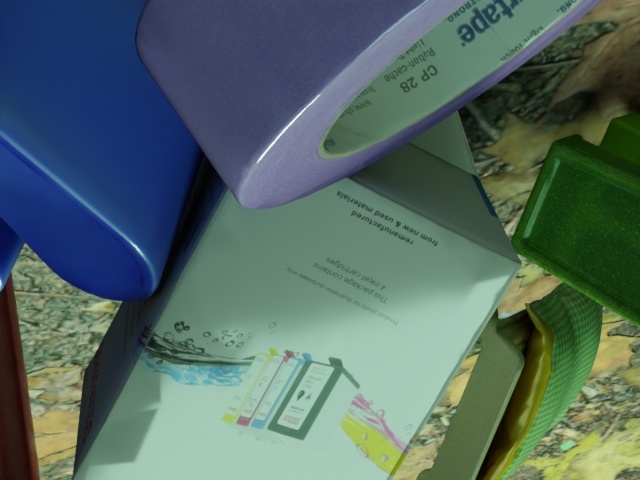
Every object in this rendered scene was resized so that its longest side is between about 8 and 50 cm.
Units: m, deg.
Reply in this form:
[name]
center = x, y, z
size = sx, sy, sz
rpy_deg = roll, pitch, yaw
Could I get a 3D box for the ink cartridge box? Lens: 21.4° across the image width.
[ink cartridge box]
center = -0.021, 0.048, 0.998
size = 0.168, 0.171, 0.233
rpy_deg = 26, 105, -12

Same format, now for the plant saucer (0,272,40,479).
[plant saucer]
center = -0.328, 0.087, 1.119
size = 0.259, 0.259, 0.048
rpy_deg = -8, 173, -12

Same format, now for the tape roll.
[tape roll]
center = 0.051, -0.129, 0.783
size = 0.274, 0.090, 0.275
rpy_deg = -33, 172, -5

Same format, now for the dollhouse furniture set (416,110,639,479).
[dollhouse furniture set]
center = 0.215, 0.077, 1.230
size = 0.197, 0.151, 0.302
rpy_deg = -18, 132, -58

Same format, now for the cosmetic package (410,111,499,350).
[cosmetic package]
center = 0.000, 0.000, 1.201
size = 0.224, 0.138, 0.225
rpy_deg = -15, 151, 1

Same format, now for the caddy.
[caddy]
center = -0.196, -0.103, 0.896
size = 0.241, 0.179, 0.341
rpy_deg = 1, 154, 30
